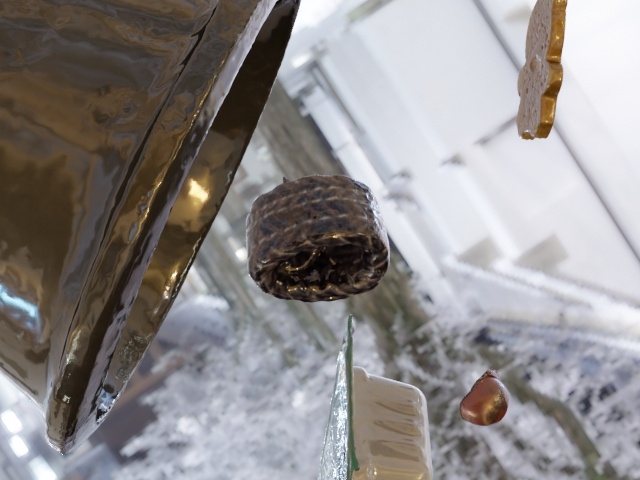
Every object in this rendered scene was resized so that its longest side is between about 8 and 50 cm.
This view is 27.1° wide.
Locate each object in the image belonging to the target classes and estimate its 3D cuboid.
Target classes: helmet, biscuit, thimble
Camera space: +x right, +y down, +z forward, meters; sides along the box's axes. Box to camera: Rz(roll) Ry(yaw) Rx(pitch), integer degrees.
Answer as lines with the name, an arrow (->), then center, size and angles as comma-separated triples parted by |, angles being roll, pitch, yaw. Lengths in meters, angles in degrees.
helmet -> 0.233, 0.219, 1.813 | 0.049, 0.065, 0.084 | 25, -111, 42
biscuit -> 0.329, -0.260, 1.949 | 0.036, 0.226, 0.166 | 5, -179, -7
thimble -> -0.002, -0.001, 0.996 | 0.104, 0.066, 0.095 | 5, 142, -17

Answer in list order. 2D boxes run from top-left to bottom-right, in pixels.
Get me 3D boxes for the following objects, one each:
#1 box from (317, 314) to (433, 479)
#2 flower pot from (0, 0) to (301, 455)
box -> 0.059, 0.295, 1.537 | 0.264, 0.106, 0.337 | -91, -172, -49
flower pot -> -0.129, -0.048, 0.640 | 0.269, 0.166, 0.269 | -156, -90, -88
